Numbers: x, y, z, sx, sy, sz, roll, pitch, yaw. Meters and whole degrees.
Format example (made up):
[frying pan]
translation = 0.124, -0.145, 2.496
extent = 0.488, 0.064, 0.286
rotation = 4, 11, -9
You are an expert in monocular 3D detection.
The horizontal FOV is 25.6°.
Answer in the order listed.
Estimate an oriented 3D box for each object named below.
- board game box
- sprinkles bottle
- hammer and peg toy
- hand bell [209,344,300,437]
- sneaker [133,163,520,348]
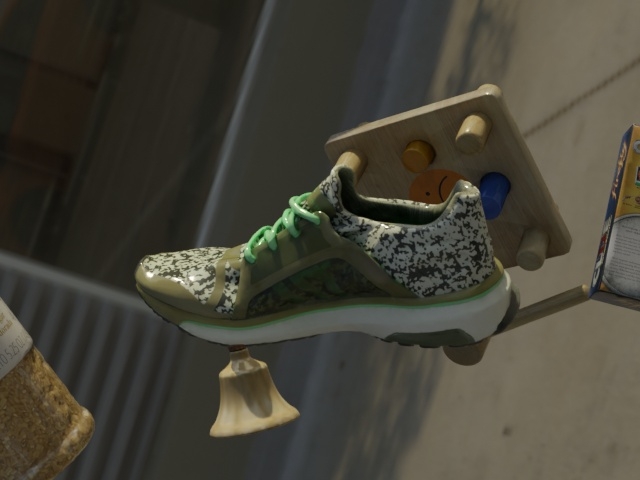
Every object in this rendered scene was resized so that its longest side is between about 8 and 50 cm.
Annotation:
[board game box]
translation = 0.383, 0.003, 1.290
extent = 0.042, 0.243, 0.165
rotation = 103, -178, -77
[sprinkles bottle]
translation = -0.325, 0.045, 1.103
extent = 0.121, 0.355, 0.121
rotation = -32, 15, 10
[hammer and peg toy]
translation = 0.196, -0.020, 1.846
extent = 0.266, 0.361, 0.127
rotation = -16, 28, 30
[hand bell]
translation = -0.115, 0.135, 1.910
extent = 0.126, 0.126, 0.242
rotation = 175, 82, -75
[sneaker]
translation = 0.000, 0.000, 1.474
extent = 0.158, 0.411, 0.182
rotation = -67, -27, -63
